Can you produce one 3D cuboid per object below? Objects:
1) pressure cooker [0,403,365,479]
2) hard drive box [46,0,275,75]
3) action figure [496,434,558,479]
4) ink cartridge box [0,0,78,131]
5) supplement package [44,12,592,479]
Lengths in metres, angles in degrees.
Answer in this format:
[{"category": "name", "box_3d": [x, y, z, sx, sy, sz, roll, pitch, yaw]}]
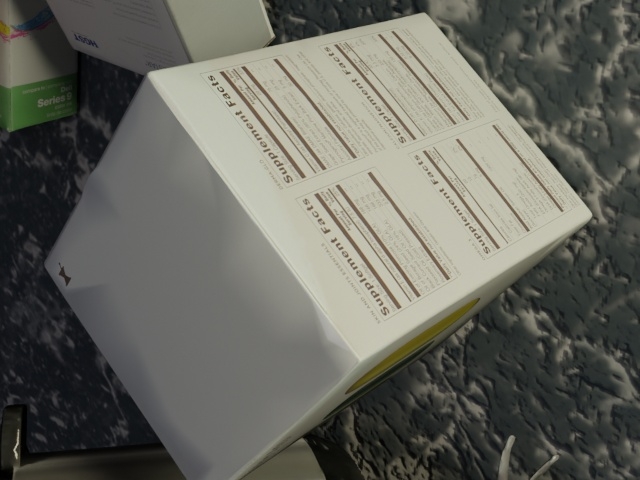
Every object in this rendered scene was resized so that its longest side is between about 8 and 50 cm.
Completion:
[{"category": "pressure cooker", "box_3d": [-0.169, 0.353, 0.763, 0.370, 0.420, 0.376, -107, 21, -49]}, {"category": "hard drive box", "box_3d": [-0.157, -0.242, 0.741, 0.181, 0.089, 0.232, 24, 151, 32]}, {"category": "action figure", "box_3d": [0.149, 0.298, 0.723, 0.164, 0.141, 0.276, 7, 113, 53]}, {"category": "ink cartridge box", "box_3d": [-0.322, -0.240, 0.958, 0.154, 0.093, 0.212, 27, 125, 31]}, {"category": "supplement package", "box_3d": [0.000, 0.000, 0.645, 0.198, 0.262, 0.199, 53, 134, 12]}]
